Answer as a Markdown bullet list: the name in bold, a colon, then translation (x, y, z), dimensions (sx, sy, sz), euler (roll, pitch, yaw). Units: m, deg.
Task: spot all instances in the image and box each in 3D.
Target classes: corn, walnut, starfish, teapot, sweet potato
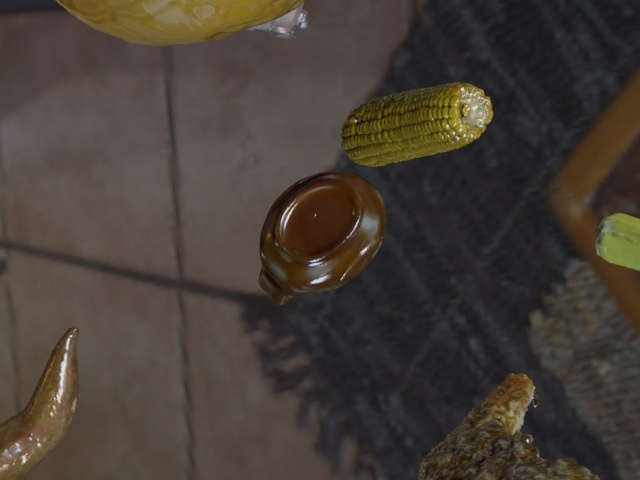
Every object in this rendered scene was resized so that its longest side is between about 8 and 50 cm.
- **corn**: translation (0.089, -0.112, 1.671), dimensions (0.207, 0.068, 0.068), euler (-11, 89, 56)
- **walnut**: translation (-0.095, -0.157, 0.901), dimensions (0.167, 0.087, 0.211), euler (48, 152, -21)
- **starfish**: translation (0.102, 0.236, 1.239), dimensions (0.398, 0.384, 0.132), euler (22, 147, 59)
- **teapot**: translation (0.000, 0.000, 1.499), dimensions (0.098, 0.129, 0.078), euler (40, 169, 21)
- **sweet potato**: translation (-0.309, 0.210, 1.678), dimensions (0.067, 0.281, 0.059), euler (41, 172, 23)

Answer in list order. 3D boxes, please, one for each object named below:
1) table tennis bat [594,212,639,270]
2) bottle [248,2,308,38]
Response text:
- **table tennis bat**: translation (0.453, 0.041, 1.819), dimensions (0.368, 0.054, 0.224), euler (18, 137, 35)
- **bottle**: translation (-0.081, -0.291, 2.013), dimensions (0.099, 0.152, 0.099), euler (-168, 90, -71)
